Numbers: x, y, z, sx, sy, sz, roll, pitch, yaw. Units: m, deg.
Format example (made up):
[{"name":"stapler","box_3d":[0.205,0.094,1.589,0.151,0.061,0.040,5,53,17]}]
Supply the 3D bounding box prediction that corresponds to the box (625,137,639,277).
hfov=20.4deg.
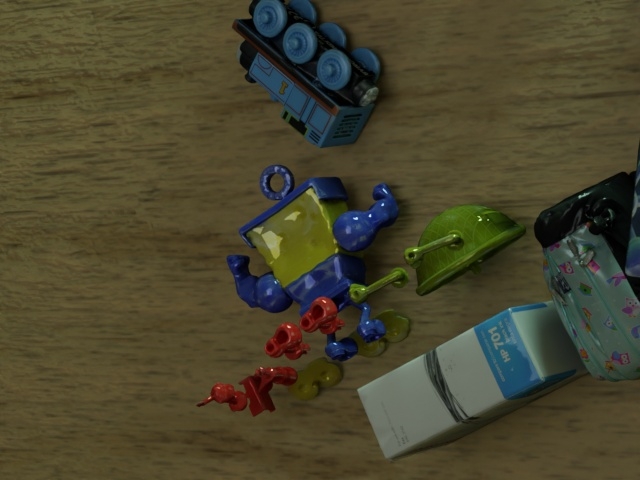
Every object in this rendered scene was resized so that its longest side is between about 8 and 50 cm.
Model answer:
[{"name":"box","box_3d":[0.446,-0.145,1.487,0.294,0.212,0.395,8,97,31]}]

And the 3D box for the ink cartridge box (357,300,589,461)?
[{"name":"ink cartridge box","box_3d":[0.154,0.134,1.722,0.191,0.140,0.082,-29,77,30]}]

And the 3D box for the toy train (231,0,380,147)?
[{"name":"toy train","box_3d":[-0.018,-0.181,1.863,0.184,0.080,0.105,41,118,25]}]

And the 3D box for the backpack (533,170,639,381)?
[{"name":"backpack","box_3d":[0.277,0.038,1.653,0.115,0.152,0.182,-26,90,36]}]

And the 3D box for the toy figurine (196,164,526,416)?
[{"name":"toy figurine","box_3d":[0.000,0.000,1.798,0.362,0.191,0.217,-36,68,27]}]
